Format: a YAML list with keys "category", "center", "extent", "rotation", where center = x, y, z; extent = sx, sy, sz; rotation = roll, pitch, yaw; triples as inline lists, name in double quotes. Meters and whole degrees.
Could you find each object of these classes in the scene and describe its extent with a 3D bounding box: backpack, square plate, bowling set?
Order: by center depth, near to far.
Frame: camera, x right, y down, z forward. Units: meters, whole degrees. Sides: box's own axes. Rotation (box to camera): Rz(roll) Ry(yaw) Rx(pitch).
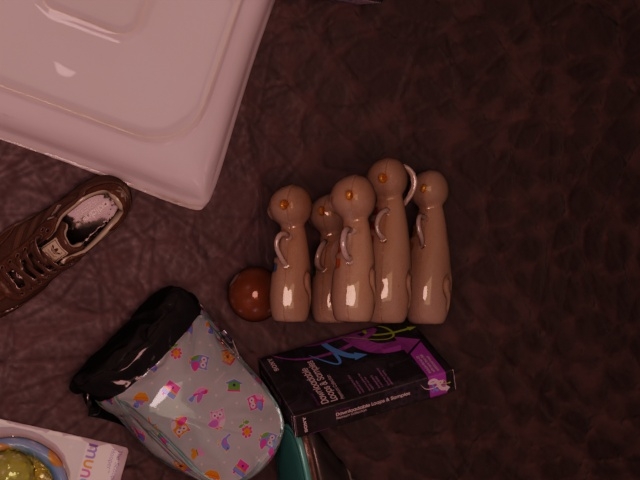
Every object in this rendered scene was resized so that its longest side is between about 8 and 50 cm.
- category: "square plate"
  center: [-0.207, -0.243, 1.399]
  extent: [0.344, 0.049, 0.347]
  rotation: [19, 87, -16]
- category: "bowling set"
  center: [0.000, 0.000, 1.407]
  extent: [0.199, 0.287, 0.154]
  rotation: [0, 86, 18]
- category: "backpack"
  center: [-0.122, 0.151, 1.408]
  extent: [0.152, 0.115, 0.182]
  rotation: [-44, 105, -12]

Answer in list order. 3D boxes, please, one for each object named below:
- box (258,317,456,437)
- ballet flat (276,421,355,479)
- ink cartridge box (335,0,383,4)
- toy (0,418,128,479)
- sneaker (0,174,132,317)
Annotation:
- category: "box"
  center: [0.033, 0.129, 1.447]
  extent: [0.162, 0.116, 0.029]
  rotation: [-16, 118, -14]
- category: "ballet flat"
  center: [0.010, 0.299, 1.470]
  extent: [0.096, 0.095, 0.280]
  rotation: [-7, 105, -24]
- category: "ink cartridge box"
  center: [-0.027, -0.282, 1.406]
  extent: [0.207, 0.046, 0.097]
  rotation: [4, 93, -39]
- category: "toy"
  center: [-0.305, 0.236, 1.393]
  extent: [0.237, 0.056, 0.137]
  rotation: [16, 90, -15]
- category: "sneaker"
  center: [-0.254, 0.005, 1.382]
  extent: [0.188, 0.071, 0.066]
  rotation: [-42, 101, -5]
